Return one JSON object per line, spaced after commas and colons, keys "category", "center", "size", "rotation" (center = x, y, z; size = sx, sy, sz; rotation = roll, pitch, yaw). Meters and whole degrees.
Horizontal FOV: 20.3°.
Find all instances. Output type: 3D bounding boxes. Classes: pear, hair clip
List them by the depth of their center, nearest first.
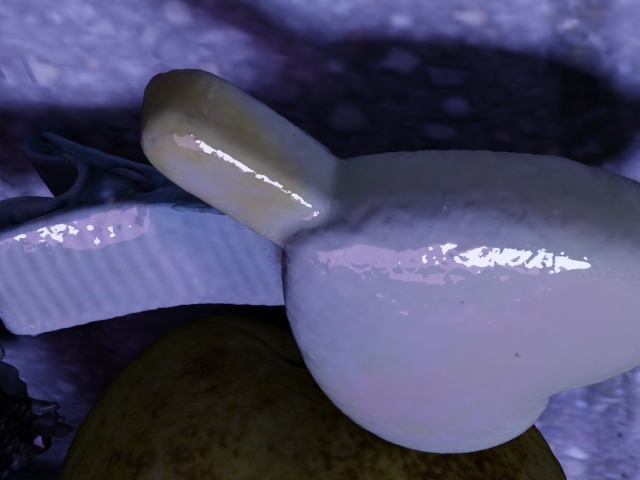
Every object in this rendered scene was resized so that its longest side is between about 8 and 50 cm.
{"category": "hair clip", "center": [-0.001, 0.000, 0.526], "size": [0.218, 0.071, 0.159], "rotation": [3, 146, 20]}
{"category": "pear", "center": [-0.005, 0.116, 0.638], "size": [0.197, 0.197, 0.197], "rotation": [7, 149, 4]}

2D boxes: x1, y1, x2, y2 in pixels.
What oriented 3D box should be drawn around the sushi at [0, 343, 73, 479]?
{"category": "sushi", "center": [-0.184, 0.041, 0.596], "size": [0.136, 0.126, 0.225], "rotation": [26, 162, 24]}
